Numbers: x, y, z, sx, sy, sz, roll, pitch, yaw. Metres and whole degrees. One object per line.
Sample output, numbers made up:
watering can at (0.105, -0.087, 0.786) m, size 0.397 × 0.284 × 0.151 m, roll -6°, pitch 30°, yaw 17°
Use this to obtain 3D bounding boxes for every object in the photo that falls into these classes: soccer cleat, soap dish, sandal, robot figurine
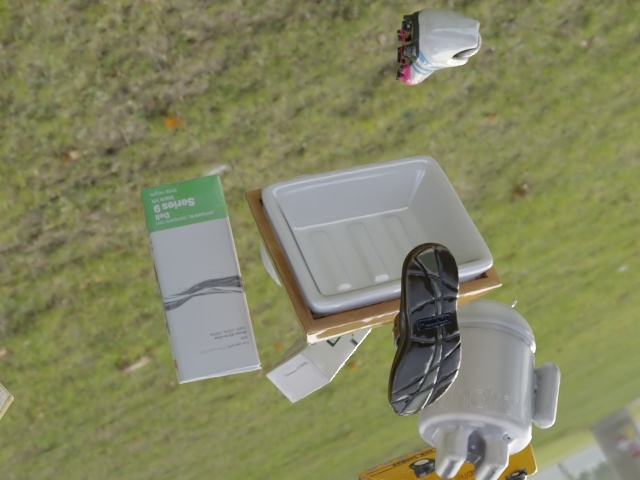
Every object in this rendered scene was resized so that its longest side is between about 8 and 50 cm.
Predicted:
soccer cleat at (0.212, -0.344, 1.954) m, size 0.143 × 0.116 × 0.331 m, roll 1°, pitch -178°, yaw 0°
soap dish at (0.066, 0.012, 1.457) m, size 0.291 × 0.228 × 0.118 m, roll -12°, pitch 147°, yaw -23°
sandal at (0.114, 0.101, 1.262) m, size 0.090 × 0.219 × 0.060 m, roll -10°, pitch -158°, yaw -20°
robot figurine at (0.283, 0.254, 1.940) m, size 0.300 × 0.353 × 0.199 m, roll 12°, pitch 149°, yaw -5°

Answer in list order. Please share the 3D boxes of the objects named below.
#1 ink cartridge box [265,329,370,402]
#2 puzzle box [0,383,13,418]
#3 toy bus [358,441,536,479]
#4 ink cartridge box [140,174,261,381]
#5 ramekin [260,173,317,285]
ink cartridge box at (0.004, 0.217, 2.176) m, size 0.148 × 0.086 × 0.203 m, roll -38°, pitch -173°, yaw 49°
puzzle box at (-0.658, 0.244, 1.779) m, size 0.052 × 0.272 × 0.409 m, roll -40°, pitch -169°, yaw 4°
toy bus at (0.254, 0.458, 2.128) m, size 0.333 × 0.108 × 0.130 m, roll -18°, pitch -176°, yaw -18°
ink cartridge box at (-0.184, 0.066, 1.628) m, size 0.122 × 0.289 × 0.211 m, roll -12°, pitch 174°, yaw -10°
ramekin at (0.000, 0.000, 2.362) m, size 0.277 × 0.277 × 0.135 m, roll -18°, pitch 149°, yaw -29°
